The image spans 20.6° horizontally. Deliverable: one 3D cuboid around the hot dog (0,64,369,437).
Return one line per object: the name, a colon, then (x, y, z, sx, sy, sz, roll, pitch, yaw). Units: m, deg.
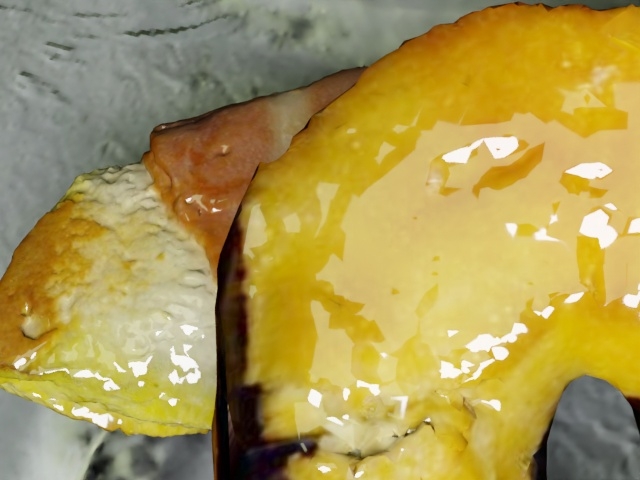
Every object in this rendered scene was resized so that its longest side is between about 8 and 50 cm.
hot dog: (0.000, 0.005, 0.630, 0.262, 0.093, 0.123, -16, 58, -7)

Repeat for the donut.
donut: (0.085, 0.056, 0.500, 0.254, 0.118, 0.253, 0, 90, 13)
